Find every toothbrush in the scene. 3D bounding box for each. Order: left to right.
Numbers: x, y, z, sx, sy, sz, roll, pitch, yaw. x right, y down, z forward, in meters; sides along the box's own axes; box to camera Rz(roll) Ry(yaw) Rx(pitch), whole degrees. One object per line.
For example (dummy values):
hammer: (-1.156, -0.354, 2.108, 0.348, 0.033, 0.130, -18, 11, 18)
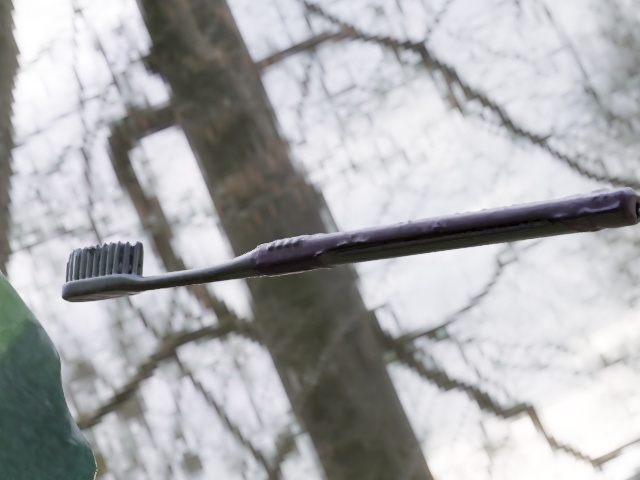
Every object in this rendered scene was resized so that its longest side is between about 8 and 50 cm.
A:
toothbrush: (0.000, 0.000, 0.984, 0.354, 0.029, 0.024, -8, -16, 37)

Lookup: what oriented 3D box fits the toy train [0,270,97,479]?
toy train: (-0.215, 0.037, 0.570, 0.167, 0.299, 0.238, -28, 15, 27)
